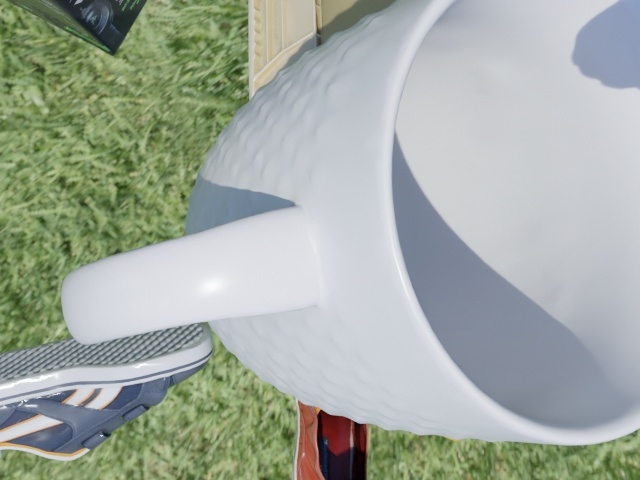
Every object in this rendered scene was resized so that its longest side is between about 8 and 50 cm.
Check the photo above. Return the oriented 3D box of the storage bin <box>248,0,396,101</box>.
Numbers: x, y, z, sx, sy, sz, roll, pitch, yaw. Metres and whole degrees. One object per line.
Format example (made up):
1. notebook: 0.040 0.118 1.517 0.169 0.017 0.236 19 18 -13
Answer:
1. storage bin: 0.059 -0.213 1.141 0.262 0.260 0.123 16 150 -34

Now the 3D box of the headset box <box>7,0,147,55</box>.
1. headset box: -0.329 -0.341 1.049 0.246 0.283 0.131 29 87 17

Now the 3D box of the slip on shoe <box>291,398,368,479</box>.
1. slip on shoe: 0.019 0.215 1.383 0.123 0.101 0.331 9 72 -29

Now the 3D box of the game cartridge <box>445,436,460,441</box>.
1. game cartridge: 0.224 0.066 1.292 0.053 0.285 0.323 26 103 0

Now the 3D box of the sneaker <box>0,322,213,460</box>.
1. sneaker: -0.280 0.186 1.238 0.321 0.126 0.127 -11 112 4

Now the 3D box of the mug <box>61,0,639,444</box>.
1. mug: 0.016 0.000 0.652 0.374 0.328 0.276 -14 92 -33
